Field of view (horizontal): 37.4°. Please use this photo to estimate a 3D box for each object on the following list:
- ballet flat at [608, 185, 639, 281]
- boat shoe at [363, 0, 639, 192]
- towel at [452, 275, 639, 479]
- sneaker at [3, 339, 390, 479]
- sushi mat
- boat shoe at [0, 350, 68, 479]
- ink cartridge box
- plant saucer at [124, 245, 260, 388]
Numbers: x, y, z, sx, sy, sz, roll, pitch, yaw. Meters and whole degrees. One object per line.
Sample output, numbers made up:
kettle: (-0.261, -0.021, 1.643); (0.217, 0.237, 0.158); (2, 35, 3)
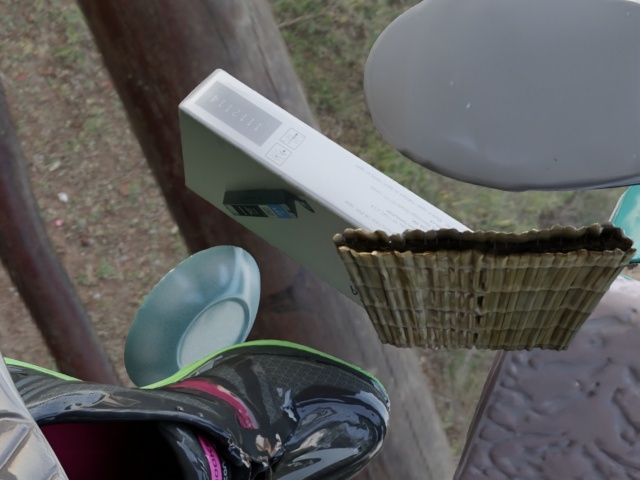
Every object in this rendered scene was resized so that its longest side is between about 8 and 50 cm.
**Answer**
ballet flat: (0.400, 0.071, 1.286); (0.400, 0.139, 0.139); (-46, 113, -30)
boat shoe: (0.152, -0.070, 0.416); (0.088, 0.267, 0.096); (2, 85, -61)
towel: (0.313, 0.177, 0.874); (0.331, 0.317, 0.053); (16, 40, 4)
sneaker: (-0.120, 0.195, 0.803); (0.482, 0.202, 0.185); (1, 106, -38)
sushi mat: (0.101, 0.041, 0.617); (0.316, 0.151, 0.019); (62, 28, -73)
boat shoe: (-0.182, 0.140, 0.480); (0.123, 0.116, 0.324); (-17, 55, -14)
ink cartridge box: (0.000, 0.000, 0.927); (0.296, 0.261, 0.066); (34, 65, 14)
plant saucer: (-0.129, 0.098, 1.058); (0.195, 0.037, 0.195); (-34, 142, -32)
